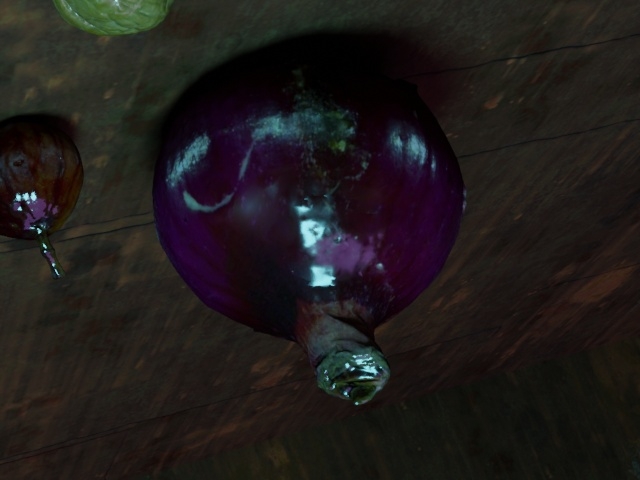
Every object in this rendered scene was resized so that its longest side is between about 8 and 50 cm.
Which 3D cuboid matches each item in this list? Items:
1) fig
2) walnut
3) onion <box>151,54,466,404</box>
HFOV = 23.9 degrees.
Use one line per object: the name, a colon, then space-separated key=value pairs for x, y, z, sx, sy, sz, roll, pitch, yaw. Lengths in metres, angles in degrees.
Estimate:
fig: x=-0.305 y=-0.046 z=1.524 sx=0.128 sy=0.150 sz=0.128 roll=13 pitch=173 yaw=2
walnut: x=-0.175 y=-0.222 z=1.254 sx=0.105 sy=0.105 sz=0.124 roll=-30 pitch=155 yaw=20
onion: x=0.000 y=0.000 z=1.590 sx=0.347 sy=0.385 sz=0.348 roll=-9 pitch=145 yaw=-7
